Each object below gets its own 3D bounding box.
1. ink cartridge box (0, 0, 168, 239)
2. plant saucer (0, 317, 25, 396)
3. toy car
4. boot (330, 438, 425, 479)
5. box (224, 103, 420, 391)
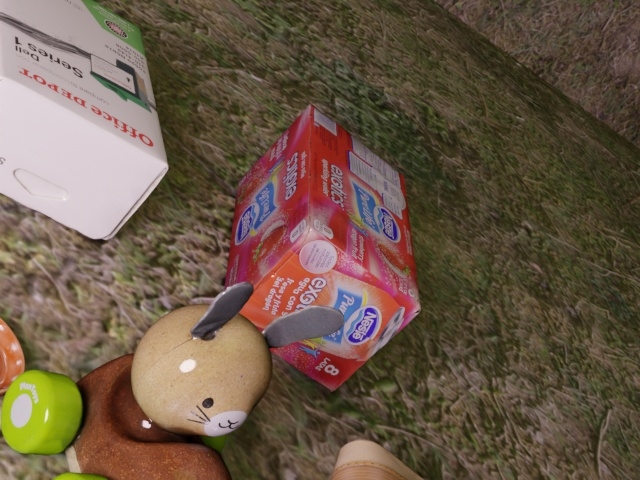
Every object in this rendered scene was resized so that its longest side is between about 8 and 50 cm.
[{"bbox_3d":[-0.223,-0.124,1.023,0.160,0.092,0.219,28,27,-34],"label":"ink cartridge box"},{"bbox_3d":[-0.226,0.067,0.786,0.083,0.013,0.083,36,24,-19],"label":"plant saucer"},{"bbox_3d":[-0.071,0.100,0.761,0.155,0.188,0.149,18,34,-48],"label":"toy car"},{"bbox_3d":[0.092,0.278,0.908,0.248,0.090,0.206,34,36,-27],"label":"boot"},{"bbox_3d":[0.000,0.000,1.147,0.128,0.122,0.257,36,24,-19],"label":"box"}]
